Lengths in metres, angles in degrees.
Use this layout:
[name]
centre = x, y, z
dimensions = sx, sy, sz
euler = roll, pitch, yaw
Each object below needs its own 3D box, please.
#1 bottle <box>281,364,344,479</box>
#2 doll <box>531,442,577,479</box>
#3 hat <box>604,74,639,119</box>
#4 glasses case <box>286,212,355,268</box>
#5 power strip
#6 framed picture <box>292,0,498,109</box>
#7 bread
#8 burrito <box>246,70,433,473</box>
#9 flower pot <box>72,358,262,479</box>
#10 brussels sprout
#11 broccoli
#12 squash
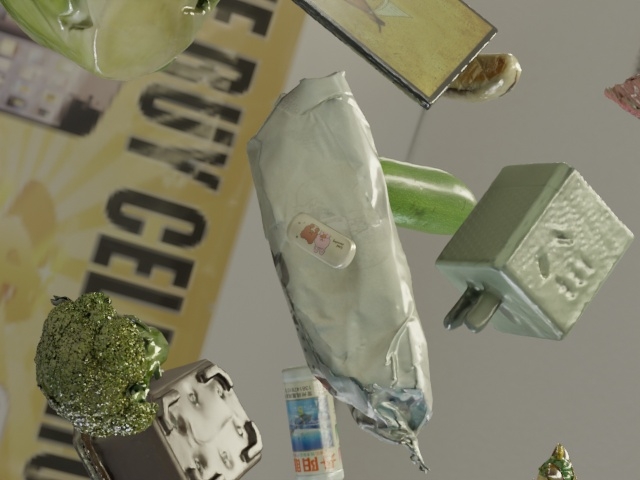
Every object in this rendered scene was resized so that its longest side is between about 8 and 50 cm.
[bottle]
centre = -0.003, 0.253, 1.473
dimensions = 0.060, 0.060, 0.217
euler = 159, -78, -73
[doll]
centre = 0.281, 0.296, 1.461
dimensions = 0.078, 0.077, 0.113
euler = -40, 157, -61
[hat]
centre = 0.626, -0.226, 2.026
dimensions = 0.286, 0.237, 0.107
euler = -128, -159, -48
[glasses case]
centre = 0.000, 0.000, 1.200
dimensions = 0.083, 0.021, 0.032
euler = 32, -88, 39
[power strip]
centre = 0.236, 0.033, 1.474
dimensions = 0.224, 0.140, 0.139
euler = -53, -157, -17
[framed picture]
centre = 0.048, -0.318, 1.538
dimensions = 0.014, 0.339, 0.255
euler = -51, 178, 39
[bread]
centre = 0.216, -0.224, 1.754
dimensions = 0.073, 0.053, 0.214
euler = -60, -156, -7
[burrito]
centre = 0.023, 0.033, 1.307
dimensions = 0.101, 0.139, 0.445
euler = 75, 0, -71
[flower pot]
centre = -0.139, 0.204, 1.274
dimensions = 0.084, 0.178, 0.251
euler = -28, 179, 17
[brussels sprout]
centre = -0.263, -0.349, 1.574
dimensions = 0.281, 0.289, 0.354
euler = -36, -135, 11
[broccoli]
centre = -0.192, 0.109, 1.108
dimensions = 0.131, 0.120, 0.130
euler = -4, -82, 50
[squash]
centre = 0.133, -0.065, 1.836
dimensions = 0.101, 0.379, 0.101
euler = -9, -105, 39
